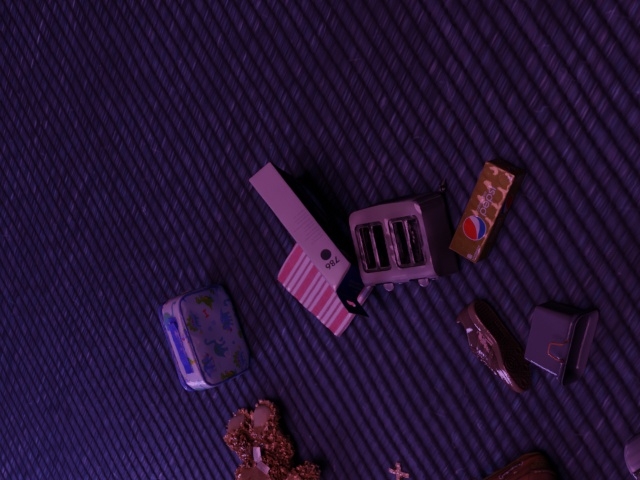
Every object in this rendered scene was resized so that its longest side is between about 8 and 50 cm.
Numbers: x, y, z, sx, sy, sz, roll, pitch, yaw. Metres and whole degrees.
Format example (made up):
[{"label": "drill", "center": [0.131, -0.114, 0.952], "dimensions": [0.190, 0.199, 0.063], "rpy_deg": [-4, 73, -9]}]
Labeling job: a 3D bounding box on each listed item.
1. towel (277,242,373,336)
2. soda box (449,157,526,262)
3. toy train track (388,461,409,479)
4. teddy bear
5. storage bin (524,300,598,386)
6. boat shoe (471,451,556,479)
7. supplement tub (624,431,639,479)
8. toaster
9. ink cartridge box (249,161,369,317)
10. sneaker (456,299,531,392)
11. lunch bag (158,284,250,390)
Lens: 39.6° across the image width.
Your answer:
[{"label": "towel", "center": [0.009, 0.085, 1.854], "dimensions": [0.197, 0.029, 0.144], "rpy_deg": [43, 118, 19]}, {"label": "soda box", "center": [0.300, -0.054, 1.601], "dimensions": [0.061, 0.058, 0.181], "rpy_deg": [32, 117, 25]}, {"label": "toy train track", "center": [0.160, 0.502, 1.853], "dimensions": [0.048, 0.014, 0.083], "rpy_deg": [8, 106, 33]}, {"label": "teddy bear", "center": [-0.105, 0.523, 1.998], "dimensions": [0.245, 0.113, 0.338], "rpy_deg": [-45, 67, 26]}, {"label": "storage bin", "center": [0.414, 0.174, 1.561], "dimensions": [0.091, 0.098, 0.135], "rpy_deg": [22, 113, 40]}, {"label": "boat shoe", "center": [0.322, 0.507, 1.693], "dimensions": [0.307, 0.110, 0.104], "rpy_deg": [-36, 41, 27]}, {"label": "supplement tub", "center": [0.602, 0.332, 1.447], "dimensions": [0.117, 0.117, 0.190], "rpy_deg": [53, 123, 13]}, {"label": "toaster", "center": [0.159, -0.005, 1.678], "dimensions": [0.168, 0.110, 0.186], "rpy_deg": [-9, 95, 35]}, {"label": "ink cartridge box", "center": [0.000, 0.000, 1.741], "dimensions": [0.065, 0.165, 0.333], "rpy_deg": [-39, 74, 8]}, {"label": "sneaker", "center": [0.321, 0.202, 1.654], "dimensions": [0.071, 0.066, 0.188], "rpy_deg": [-44, 69, 50]}, {"label": "lunch bag", "center": [-0.259, 0.215, 1.975], "dimensions": [0.090, 0.176, 0.219], "rpy_deg": [-20, 90, 36]}]
